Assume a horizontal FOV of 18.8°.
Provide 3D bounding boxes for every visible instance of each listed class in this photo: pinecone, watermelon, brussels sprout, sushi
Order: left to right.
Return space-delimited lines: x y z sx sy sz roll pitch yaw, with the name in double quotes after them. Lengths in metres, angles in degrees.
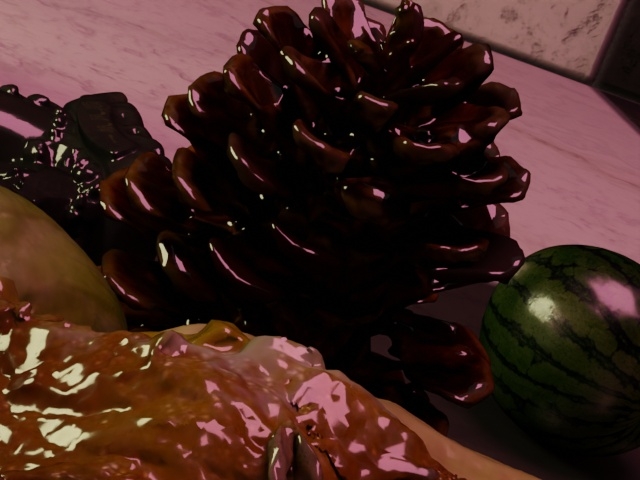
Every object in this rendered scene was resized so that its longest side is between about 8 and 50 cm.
-0.187 0.039 0.947 0.183 0.131 0.145 1 46 -49 "brussels sprout"
-0.085 0.095 0.705 0.167 0.296 0.179 58 32 -27 "sushi"
0.003 0.001 1.044 0.246 0.292 0.246 17 35 -12 "pinecone"
0.191 0.083 1.288 0.141 0.140 0.187 6 25 -46 "watermelon"

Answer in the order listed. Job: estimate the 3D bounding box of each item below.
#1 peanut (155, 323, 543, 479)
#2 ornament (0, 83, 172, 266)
0.030 0.147 0.865 0.319 0.147 0.147 29 16 7 "peanut"
-0.243 -0.048 1.245 0.260 0.106 0.251 9 16 -23 "ornament"
